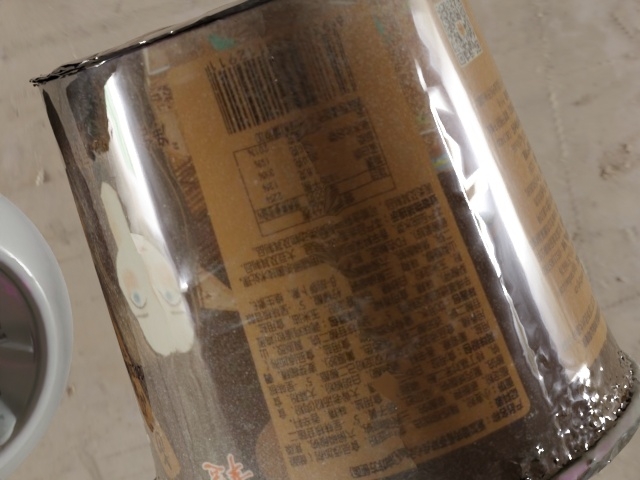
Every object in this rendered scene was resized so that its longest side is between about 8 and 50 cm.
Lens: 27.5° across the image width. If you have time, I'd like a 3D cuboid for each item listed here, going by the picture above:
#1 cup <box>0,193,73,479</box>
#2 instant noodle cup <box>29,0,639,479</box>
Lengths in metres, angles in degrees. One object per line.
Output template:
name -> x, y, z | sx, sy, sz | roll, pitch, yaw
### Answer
cup -> -0.291, 0.043, 0.786 | 0.212, 0.317, 0.212 | -8, -76, -35
instant noodle cup -> 0.000, 0.000, 0.530 | 0.218, 0.217, 0.207 | -21, -78, -9
